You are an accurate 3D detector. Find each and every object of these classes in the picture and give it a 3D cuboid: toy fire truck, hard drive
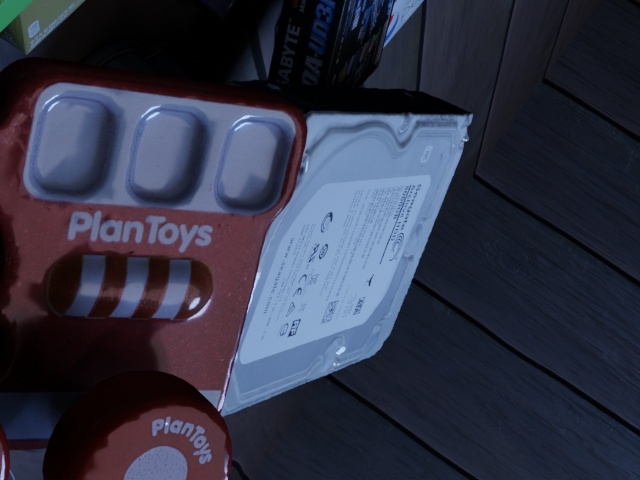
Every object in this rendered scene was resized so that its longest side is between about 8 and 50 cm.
[{"bbox_3d":[-0.166,0.020,0.675,0.302,0.169,0.253,6,106,-33],"label":"toy fire truck"},{"bbox_3d":[0.000,0.000,0.969,0.339,0.064,0.236,-10,124,-65],"label":"hard drive"}]

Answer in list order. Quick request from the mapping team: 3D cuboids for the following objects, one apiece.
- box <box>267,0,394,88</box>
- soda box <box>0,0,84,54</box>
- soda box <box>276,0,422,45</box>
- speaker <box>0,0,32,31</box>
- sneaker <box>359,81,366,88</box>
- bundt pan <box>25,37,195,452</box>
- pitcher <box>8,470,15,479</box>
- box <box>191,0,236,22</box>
[{"bbox_3d":[0.024,-0.214,0.994,0.175,0.051,0.220,-54,160,-57],"label":"box"},{"bbox_3d":[-0.112,-0.180,0.634,0.181,0.061,0.058,-51,167,-25],"label":"soda box"},{"bbox_3d":[0.050,-0.237,1.195,0.216,0.074,0.069,-51,167,-20],"label":"soda box"},{"bbox_3d":[-0.158,-0.137,0.485,0.296,0.131,0.131,-51,168,-21],"label":"speaker"},{"bbox_3d":[-0.034,-0.062,1.305,0.112,0.131,0.318,93,10,-66],"label":"sneaker"},{"bbox_3d":[-0.161,0.020,0.935,0.330,0.124,0.331,-53,168,-16],"label":"bundt pan"},{"bbox_3d":[-0.328,0.241,0.922,0.178,0.125,0.207,0,140,-30],"label":"pitcher"},{"bbox_3d":[-0.061,-0.230,0.860,0.136,0.036,0.225,-56,170,3],"label":"box"}]
